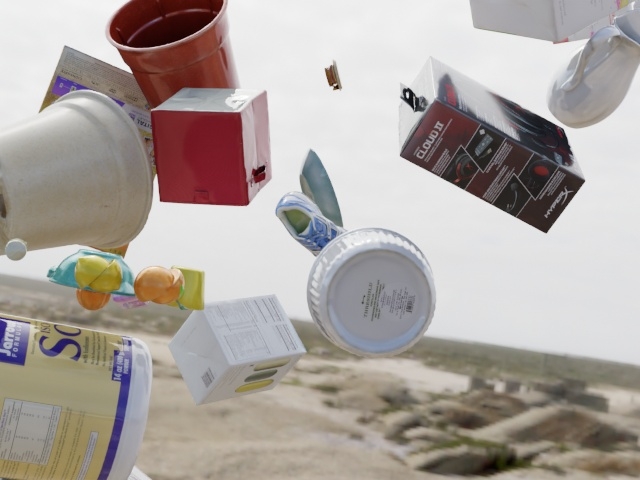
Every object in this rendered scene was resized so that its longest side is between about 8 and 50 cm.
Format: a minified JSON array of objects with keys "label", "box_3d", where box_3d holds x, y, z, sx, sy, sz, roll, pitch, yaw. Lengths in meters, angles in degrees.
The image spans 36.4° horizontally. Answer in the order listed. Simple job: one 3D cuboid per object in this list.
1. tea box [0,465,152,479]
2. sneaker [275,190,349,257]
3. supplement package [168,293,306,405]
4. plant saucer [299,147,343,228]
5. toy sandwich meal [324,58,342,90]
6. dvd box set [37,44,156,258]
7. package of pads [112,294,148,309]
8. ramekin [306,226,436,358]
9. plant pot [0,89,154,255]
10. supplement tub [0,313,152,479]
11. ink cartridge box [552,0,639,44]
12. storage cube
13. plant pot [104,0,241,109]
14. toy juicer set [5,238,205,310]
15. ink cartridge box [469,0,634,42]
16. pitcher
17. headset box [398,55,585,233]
[{"label":"tea box","box_3d":[-0.507,0.602,2.014,0.329,0.323,0.220,29,-5,33]},{"label":"sneaker","box_3d":[0.000,0.000,1.720,0.211,0.080,0.081,38,18,6]},{"label":"supplement package","box_3d":[-0.223,0.288,2.598,0.263,0.198,0.199,-5,-35,-43]},{"label":"plant saucer","box_3d":[-0.007,-0.089,1.956,0.037,0.195,0.195,-20,-1,-11]},{"label":"toy sandwich meal","box_3d":[0.030,-0.380,2.246,0.029,0.085,0.085,-13,-9,6]},{"label":"dvd box set","box_3d":[-0.531,-0.202,2.280,0.308,0.420,0.062,20,0,-18]},{"label":"package of pads","box_3d":[-0.337,0.098,1.725,0.050,0.032,0.083,-9,-16,-1]},{"label":"ramekin","box_3d":[0.083,0.085,1.508,0.207,0.207,0.109,10,5,-5]},{"label":"plant pot","box_3d":[-0.551,-0.110,1.897,0.334,0.333,0.305,6,17,34]},{"label":"supplement tub","box_3d":[-0.440,0.237,1.458,0.331,0.241,0.241,13,-7,-19]},{"label":"ink cartridge box","box_3d":[0.576,-0.479,2.011,0.198,0.115,0.067,-1,13,41]},{"label":"storage cube","box_3d":[-0.216,-0.191,1.949,0.215,0.193,0.183,4,24,14]},{"label":"plant pot","box_3d":[-0.299,-0.386,2.139,0.272,0.272,0.265,7,-43,23]},{"label":"toy juicer set","box_3d":[-0.341,0.060,1.421,0.329,0.089,0.209,11,0,4]},{"label":"ink cartridge box","box_3d":[0.442,-0.462,1.632,0.353,0.119,0.207,-30,31,-23]},{"label":"pitcher","box_3d":[0.457,-0.284,1.629,0.178,0.125,0.207,-11,-30,-40]},{"label":"headset box","box_3d":[0.246,-0.161,1.521,0.293,0.110,0.218,27,26,-9]}]
